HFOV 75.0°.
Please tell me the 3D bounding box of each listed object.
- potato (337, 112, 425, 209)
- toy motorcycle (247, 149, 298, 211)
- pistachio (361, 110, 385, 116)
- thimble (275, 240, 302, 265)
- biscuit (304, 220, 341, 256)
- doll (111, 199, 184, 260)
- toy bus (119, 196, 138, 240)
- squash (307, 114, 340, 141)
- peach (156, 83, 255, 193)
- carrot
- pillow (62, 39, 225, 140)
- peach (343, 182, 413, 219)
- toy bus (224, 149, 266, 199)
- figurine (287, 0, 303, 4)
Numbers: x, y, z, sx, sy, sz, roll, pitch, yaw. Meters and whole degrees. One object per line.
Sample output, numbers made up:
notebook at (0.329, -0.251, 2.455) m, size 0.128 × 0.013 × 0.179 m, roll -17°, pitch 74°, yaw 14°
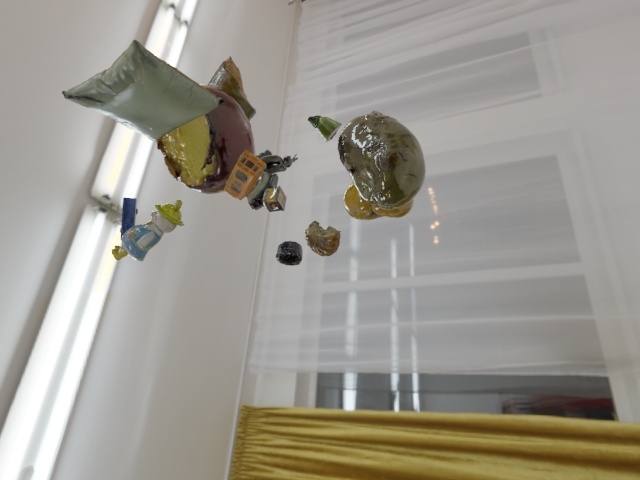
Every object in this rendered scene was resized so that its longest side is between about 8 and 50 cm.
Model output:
potato at (0.129, -0.180, 0.893) m, size 0.165 × 0.165 × 0.262 m, roll 55°, pitch -166°, yaw -51°
toy motorcycle at (-0.172, -0.208, 1.383) m, size 0.090 × 0.158 × 0.262 m, roll 62°, pitch -151°, yaw -50°
pistachio at (0.175, -0.333, 1.311) m, size 0.225 × 0.136 × 0.135 m, roll -86°, pitch -22°, yaw -50°
thimble at (-0.123, 0.051, 1.668) m, size 0.066 × 0.105 × 0.095 m, roll -85°, pitch 15°, yaw -46°
biscuit at (0.000, 0.000, 1.470) m, size 0.061 × 0.183 × 0.118 m, roll -8°, pitch -75°, yaw -36°
doll at (-0.488, -0.027, 1.207) m, size 0.098 × 0.241 × 0.135 m, roll 46°, pitch 180°, yaw 12°
toy bus at (-0.645, -0.069, 1.400) m, size 0.061 × 0.051 × 0.152 m, roll 168°, pitch 105°, yaw -71°
squash at (0.011, -0.514, 1.842) m, size 0.132 × 0.105 × 0.105 m, roll 40°, pitch -155°, yaw 2°
peach at (-0.447, -0.400, 1.614) m, size 0.416 × 0.340 × 0.352 m, roll 61°, pitch -139°, yaw -49°
carrot at (-0.415, -0.611, 1.866) m, size 0.340 × 0.242 × 0.241 m, roll -51°, pitch -25°, yaw 4°
pillow at (-0.492, -0.405, 1.185) m, size 0.310 × 0.313 × 0.119 m, roll 27°, pitch -128°, yaw -56°
peach at (0.147, -0.105, 1.067) m, size 0.179 × 0.180 × 0.103 m, roll 17°, pitch -109°, yaw -67°
toy bus at (-0.201, -0.159, 1.080) m, size 0.070 × 0.162 × 0.074 m, roll 34°, pitch -124°, yaw -9°
figurine at (-0.063, -0.786, 1.337) m, size 0.109 × 0.064 × 0.047 m, roll -50°, pitch -53°, yaw -15°
